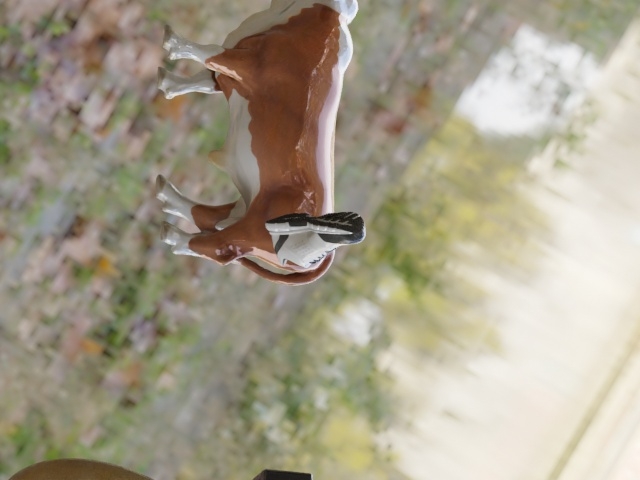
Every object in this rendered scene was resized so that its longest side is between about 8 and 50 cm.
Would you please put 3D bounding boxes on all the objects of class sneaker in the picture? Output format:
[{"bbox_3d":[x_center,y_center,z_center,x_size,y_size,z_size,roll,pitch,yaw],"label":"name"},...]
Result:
[{"bbox_3d":[0.000,0.000,1.590,0.040,0.109,0.043,-19,103,-39],"label":"sneaker"}]

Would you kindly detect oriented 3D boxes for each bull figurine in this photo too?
[{"bbox_3d":[-0.056,-0.115,1.757,0.101,0.188,0.310,145,-55,-77],"label":"bull figurine"}]

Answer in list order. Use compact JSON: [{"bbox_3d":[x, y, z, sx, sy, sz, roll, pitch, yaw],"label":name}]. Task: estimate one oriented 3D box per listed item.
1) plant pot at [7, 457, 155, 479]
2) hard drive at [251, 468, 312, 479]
[{"bbox_3d":[-0.216,0.310,1.887,0.032,0.236,0.236,-72,-179,-48],"label":"plant pot"},{"bbox_3d":[-0.067,0.429,1.966,0.237,0.064,0.339,131,-37,-61],"label":"hard drive"}]
